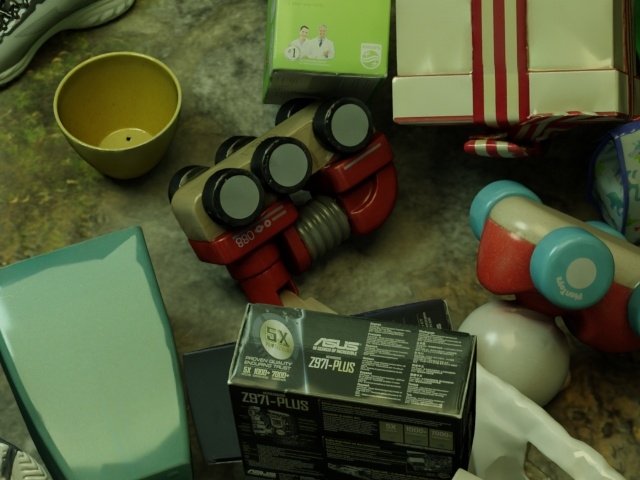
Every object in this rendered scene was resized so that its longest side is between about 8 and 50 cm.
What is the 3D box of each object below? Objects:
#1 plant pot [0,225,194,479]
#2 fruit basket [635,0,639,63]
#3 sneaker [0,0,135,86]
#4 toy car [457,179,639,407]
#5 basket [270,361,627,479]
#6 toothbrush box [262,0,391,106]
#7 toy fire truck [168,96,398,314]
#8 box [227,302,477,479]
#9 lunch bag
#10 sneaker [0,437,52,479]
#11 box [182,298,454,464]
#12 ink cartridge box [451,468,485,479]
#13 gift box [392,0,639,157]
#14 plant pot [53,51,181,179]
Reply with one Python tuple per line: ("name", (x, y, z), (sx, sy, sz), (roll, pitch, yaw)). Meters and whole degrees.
("plant pot", (-0.209, 0.143, 1.771), (0.166, 0.165, 0.234), (-17, 64, -10))
("fruit basket", (0.497, -0.303, 2.057), (0.353, 0.165, 0.327), (-11, 55, -9))
("sneaker", (-0.332, -0.264, 2.096), (0.271, 0.108, 0.100), (-35, 62, -19))
("toy car", (0.216, 0.094, 1.799), (0.210, 0.238, 0.219), (23, 9, -20))
("basket", (0.103, 0.332, 1.555), (0.331, 0.266, 0.328), (-39, 62, -23))
("toothbrush box", (0.008, -0.292, 1.947), (0.122, 0.206, 0.283), (2, 84, -5))
("toy fire truck", (0.000, 0.000, 1.893), (0.217, 0.246, 0.158), (-34, 18, -22))
("box", (0.028, 0.130, 1.455), (0.180, 0.147, 0.077), (7, 56, 10))
("lunch bag", (0.347, -0.081, 1.909), (0.129, 0.151, 0.096), (-20, 57, -11))
("sneaker", (-0.343, 0.207, 1.772), (0.235, 0.153, 0.094), (28, 92, -16))
("box", (0.004, 0.129, 1.714), (0.207, 0.153, 0.108), (-10, 88, -37))
("ink cartridge box", (0.156, 0.290, 1.365), (0.219, 0.092, 0.160), (25, 59, 16))
("gift box", (0.219, -0.213, 1.890), (0.276, 0.255, 0.258), (1, 93, 20))
("plant pot", (-0.210, -0.120, 1.994), (0.134, 0.095, 0.134), (-1, 55, 2))
